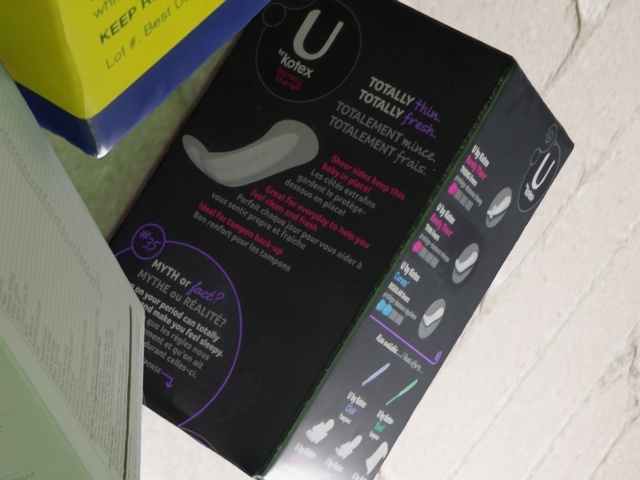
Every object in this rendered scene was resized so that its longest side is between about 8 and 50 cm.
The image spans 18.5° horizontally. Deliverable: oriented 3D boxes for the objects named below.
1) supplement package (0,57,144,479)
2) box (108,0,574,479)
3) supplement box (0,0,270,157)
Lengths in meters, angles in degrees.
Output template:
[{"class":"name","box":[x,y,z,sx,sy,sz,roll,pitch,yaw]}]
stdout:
[{"class":"supplement package","box":[-0.170,0.001,0.686,0.139,0.134,0.244,-94,163,-52]},{"class":"box","box":[0.000,0.000,1.144,0.270,0.165,0.143,-58,153,-3]},{"class":"supplement box","box":[-0.112,-0.240,0.679,0.194,0.195,0.356,-46,151,-27]}]
